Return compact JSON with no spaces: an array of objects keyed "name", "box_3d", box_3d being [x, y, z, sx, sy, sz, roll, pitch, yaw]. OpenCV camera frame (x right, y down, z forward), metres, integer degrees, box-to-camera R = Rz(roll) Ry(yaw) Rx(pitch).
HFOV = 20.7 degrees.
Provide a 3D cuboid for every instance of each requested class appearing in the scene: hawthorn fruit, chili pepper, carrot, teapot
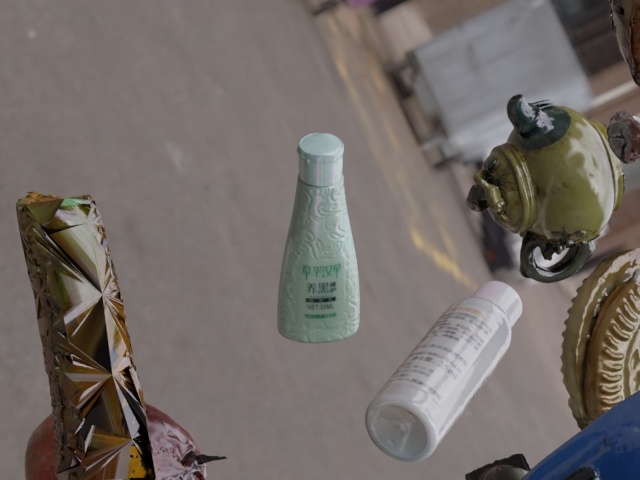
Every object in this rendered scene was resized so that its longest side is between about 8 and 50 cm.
[{"name":"hawthorn fruit","box_3d":[-0.206,0.251,1.903,0.181,0.235,0.181,16,71,-57]},{"name":"chili pepper","box_3d":[0.325,-0.108,1.860,0.050,0.041,0.153,58,13,-9]},{"name":"carrot","box_3d":[-0.159,0.076,1.182,0.069,0.069,0.228,-24,104,-82]},{"name":"teapot","box_3d":[0.268,-0.061,2.163,0.173,0.183,0.269,-124,-156,-56]}]

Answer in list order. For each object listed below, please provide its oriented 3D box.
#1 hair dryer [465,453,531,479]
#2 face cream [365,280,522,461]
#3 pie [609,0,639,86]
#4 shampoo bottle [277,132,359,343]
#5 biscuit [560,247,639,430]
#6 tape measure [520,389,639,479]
[{"name":"hair dryer","box_3d":[0.138,0.338,1.917,0.195,0.248,0.078,-114,-178,-57]},{"name":"face cream","box_3d":[0.137,0.125,1.811,0.269,0.082,0.082,-44,111,-50]},{"name":"pie","box_3d":[0.408,-0.255,1.728,0.085,0.308,0.308,38,-14,45]},{"name":"shampoo bottle","box_3d":[0.000,0.000,1.420,0.041,0.069,0.190,-90,-178,-53]},{"name":"biscuit","box_3d":[0.366,0.134,1.918,0.079,0.259,0.259,2,-54,53]},{"name":"tape measure","box_3d":[0.172,0.268,1.342,0.098,0.351,0.215,38,21,-28]}]
